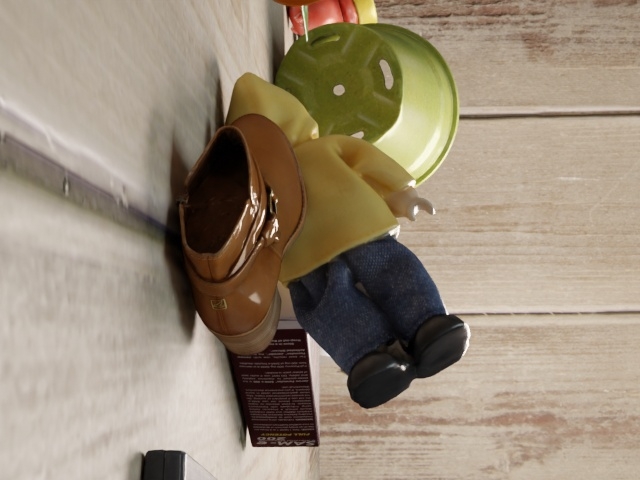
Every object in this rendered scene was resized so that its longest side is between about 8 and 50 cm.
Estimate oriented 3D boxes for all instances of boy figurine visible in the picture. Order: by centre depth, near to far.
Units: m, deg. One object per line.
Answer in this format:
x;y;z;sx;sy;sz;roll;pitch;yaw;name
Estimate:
-0.007;-0.009;0.793;0.285;0.177;0.092;56;-5;25;boy figurine

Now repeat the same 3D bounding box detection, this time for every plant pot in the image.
0.053;-0.202;1.461;0.254;0.276;0.276;1;89;-77;plant pot

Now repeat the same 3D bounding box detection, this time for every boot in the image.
-0.052;-0.035;0.674;0.152;0.073;0.197;77;9;-61;boot

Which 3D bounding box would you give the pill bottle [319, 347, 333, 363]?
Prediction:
-0.008;0.112;1.608;0.087;0.087;0.160;84;6;-70;pill bottle

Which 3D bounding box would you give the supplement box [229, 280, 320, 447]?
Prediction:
-0.039;0.083;0.935;0.239;0.073;0.130;85;5;-53;supplement box

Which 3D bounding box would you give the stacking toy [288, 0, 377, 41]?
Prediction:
-0.024;-0.431;1.785;0.279;0.130;0.309;63;-7;12;stacking toy

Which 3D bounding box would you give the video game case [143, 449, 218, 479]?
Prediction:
-0.074;0.244;0.608;0.274;0.026;0.196;86;4;-70;video game case

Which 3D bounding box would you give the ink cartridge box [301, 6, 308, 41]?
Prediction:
-0.045;-0.320;1.040;0.109;0.062;0.209;84;6;-69;ink cartridge box

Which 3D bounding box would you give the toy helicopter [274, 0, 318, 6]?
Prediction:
-0.031;-0.270;0.449;0.235;0.140;0.355;93;-3;-62;toy helicopter
